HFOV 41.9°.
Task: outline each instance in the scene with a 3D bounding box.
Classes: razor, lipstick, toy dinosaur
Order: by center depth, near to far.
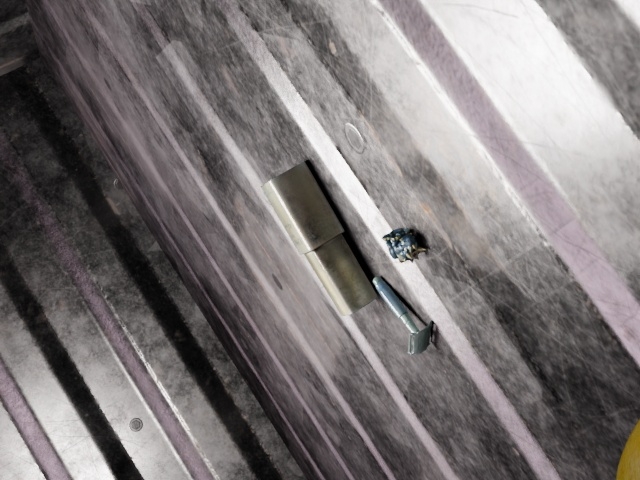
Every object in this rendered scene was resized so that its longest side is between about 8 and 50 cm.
[{"bbox_3d":[0.113,0.010,1.155,0.047,0.030,0.083,64,162,-10],"label":"toy dinosaur"},{"bbox_3d":[0.122,0.106,1.291,0.135,0.040,0.068,55,162,33],"label":"razor"},{"bbox_3d":[0.000,0.000,1.362,0.253,0.077,0.079,60,162,-2],"label":"lipstick"}]

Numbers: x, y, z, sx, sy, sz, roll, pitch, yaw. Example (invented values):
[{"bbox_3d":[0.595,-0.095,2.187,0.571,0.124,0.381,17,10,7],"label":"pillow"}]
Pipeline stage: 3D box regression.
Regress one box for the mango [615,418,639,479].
[{"bbox_3d":[0.335,0.189,0.580,0.221,0.199,0.384,54,163,11],"label":"mango"}]
